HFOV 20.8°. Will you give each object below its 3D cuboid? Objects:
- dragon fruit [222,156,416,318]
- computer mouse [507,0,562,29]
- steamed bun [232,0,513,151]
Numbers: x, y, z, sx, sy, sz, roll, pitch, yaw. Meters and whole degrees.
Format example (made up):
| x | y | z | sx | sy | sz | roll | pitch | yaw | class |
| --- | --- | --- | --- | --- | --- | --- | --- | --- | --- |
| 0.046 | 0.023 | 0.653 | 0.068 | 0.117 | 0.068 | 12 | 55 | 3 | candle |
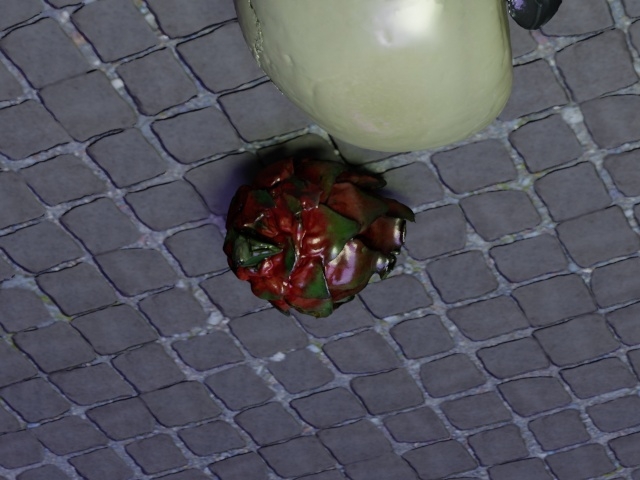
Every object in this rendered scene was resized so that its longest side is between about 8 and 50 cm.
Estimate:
| x | y | z | sx | sy | sz | roll | pitch | yaw | class |
| --- | --- | --- | --- | --- | --- | --- | --- | --- | --- |
| -0.008 | -0.003 | 1.850 | 0.188 | 0.182 | 0.182 | 34 | 130 | -19 | dragon fruit |
| 0.203 | -0.255 | 1.622 | 0.047 | 0.079 | 0.135 | 5 | 132 | 25 | computer mouse |
| 0.035 | -0.234 | 1.482 | 0.233 | 0.312 | 0.334 | -10 | 130 | 9 | steamed bun |
